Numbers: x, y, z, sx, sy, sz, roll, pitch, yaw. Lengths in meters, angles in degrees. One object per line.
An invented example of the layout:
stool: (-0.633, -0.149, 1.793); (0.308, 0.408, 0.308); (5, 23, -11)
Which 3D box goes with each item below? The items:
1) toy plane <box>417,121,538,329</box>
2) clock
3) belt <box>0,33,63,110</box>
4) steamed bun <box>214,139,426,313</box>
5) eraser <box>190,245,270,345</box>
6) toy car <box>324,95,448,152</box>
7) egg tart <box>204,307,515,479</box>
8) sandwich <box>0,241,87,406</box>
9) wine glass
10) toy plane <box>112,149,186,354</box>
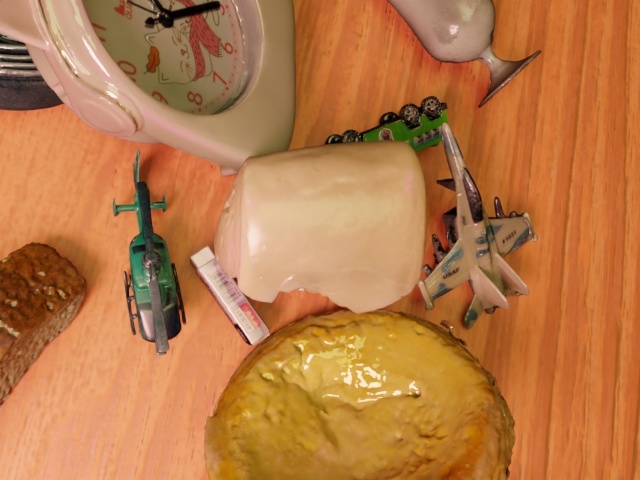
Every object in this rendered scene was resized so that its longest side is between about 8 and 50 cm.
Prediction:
toy plane: (0.183, -0.021, 0.679); (0.192, 0.088, 0.262); (-28, 103, -18)
clock: (-0.162, -0.217, 0.546); (0.324, 0.109, 0.265); (9, 80, -49)
belt: (-0.322, -0.249, 0.588); (0.267, 0.116, 0.206); (4, 77, -17)
steamed bun: (0.000, 0.000, 0.584); (0.225, 0.200, 0.170); (-6, 66, -10)
eraser: (-0.104, 0.065, 0.624); (0.029, 0.052, 0.122); (-35, 90, -17)
toy car: (0.084, -0.128, 0.691); (0.165, 0.071, 0.062); (-25, 102, -16)
egg tart: (0.037, 0.201, 0.558); (0.315, 0.315, 0.120); (-23, 127, -15)
sandwich: (-0.368, 0.157, 0.518); (0.100, 0.288, 0.254); (31, 120, 0)
wine glass: (0.171, -0.293, 0.720); (0.103, 0.103, 0.231); (-43, 88, -15)
toy plane: (-0.188, 0.019, 0.593); (0.060, 0.096, 0.235); (-10, 66, -17)
